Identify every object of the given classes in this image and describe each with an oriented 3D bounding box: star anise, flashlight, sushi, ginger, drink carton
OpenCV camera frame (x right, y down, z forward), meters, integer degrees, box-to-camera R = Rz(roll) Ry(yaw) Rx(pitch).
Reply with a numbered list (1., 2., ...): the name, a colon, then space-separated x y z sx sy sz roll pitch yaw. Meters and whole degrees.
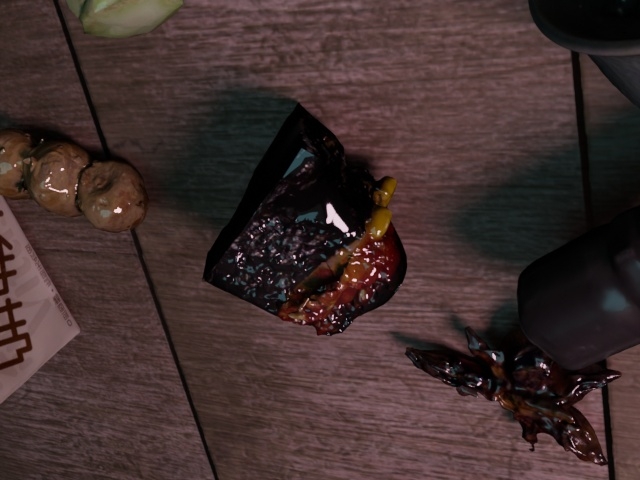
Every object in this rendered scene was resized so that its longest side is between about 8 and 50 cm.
1. star anise: 0.201 0.130 0.816 0.212 0.053 0.157 39 131 3
2. flashlight: 0.312 -0.030 0.564 0.103 0.103 0.424 47 132 -6
3. sushi: 0.000 0.000 0.786 0.150 0.153 0.172 29 109 -14
4. ginger: -0.278 -0.066 0.932 0.204 0.080 0.104 16 158 20
5. drink carton: -0.453 0.034 1.014 0.132 0.194 0.324 -8 116 34

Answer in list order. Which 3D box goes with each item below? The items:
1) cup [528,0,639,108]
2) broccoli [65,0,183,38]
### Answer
1. cup: 0.255 -0.143 0.551 0.199 0.199 0.150 -14 136 34
2. broccoli: -0.165 -0.284 0.610 0.270 0.270 0.270 -13 88 34
